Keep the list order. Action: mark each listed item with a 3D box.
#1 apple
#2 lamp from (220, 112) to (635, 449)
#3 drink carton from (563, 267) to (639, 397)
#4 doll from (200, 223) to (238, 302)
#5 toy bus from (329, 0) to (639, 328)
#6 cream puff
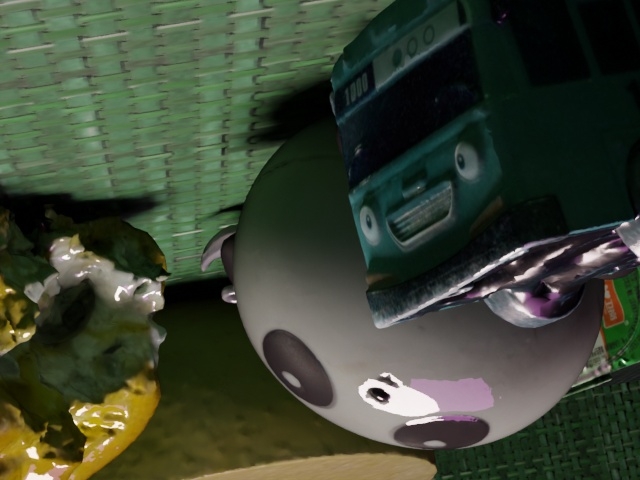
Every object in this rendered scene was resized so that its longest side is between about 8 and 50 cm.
[{"bbox_3d":[-0.114,0.189,1.575,0.360,0.320,0.311,6,-160,-42],"label":"apple"},{"bbox_3d":[0.059,0.004,0.999,0.198,0.198,0.244,-7,156,-20],"label":"lamp"},{"bbox_3d":[0.113,0.028,1.299,0.144,0.146,0.142,-18,-174,-25],"label":"drink carton"},{"bbox_3d":[0.001,0.001,1.247,0.104,0.062,0.194,-10,165,-46],"label":"doll"},{"bbox_3d":[0.134,-0.053,0.828,0.256,0.147,0.128,-10,167,-32],"label":"toy bus"},{"bbox_3d":[-0.197,0.075,1.136,0.194,0.195,0.221,-18,165,35],"label":"cream puff"}]
